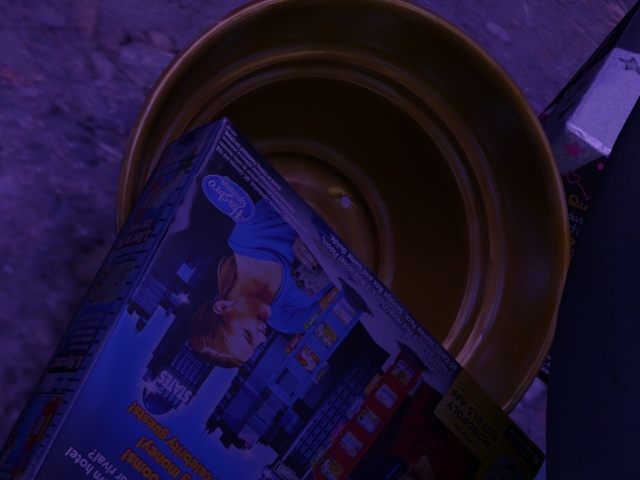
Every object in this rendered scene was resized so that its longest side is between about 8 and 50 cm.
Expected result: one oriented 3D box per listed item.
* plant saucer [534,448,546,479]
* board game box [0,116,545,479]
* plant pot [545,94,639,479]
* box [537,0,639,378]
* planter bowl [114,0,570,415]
[{"bbox_3d":[0.153,0.176,0.562,0.195,0.037,0.195,7,42,-6],"label":"plant saucer"},{"bbox_3d":[-0.040,0.092,0.468,0.194,0.060,0.194,47,66,-15],"label":"board game box"},{"bbox_3d":[0.178,0.075,0.342,0.293,0.196,0.293,37,-3,3],"label":"plant pot"},{"bbox_3d":[0.199,-0.028,0.754,0.163,0.142,0.247,38,37,2],"label":"box"},{"bbox_3d":[0.000,0.000,0.583,0.217,0.090,0.217,3,83,-24],"label":"planter bowl"}]
